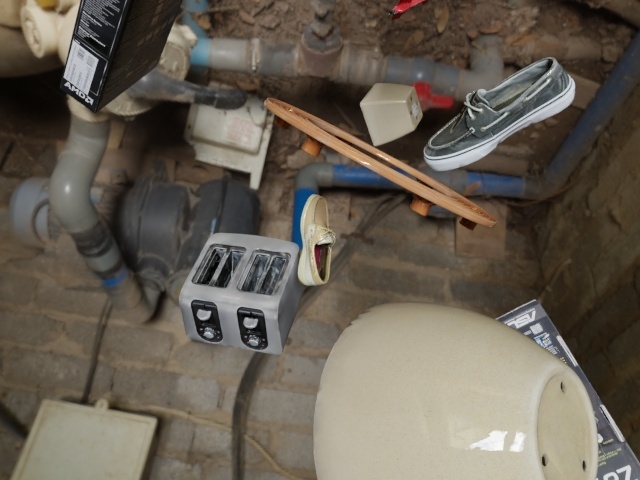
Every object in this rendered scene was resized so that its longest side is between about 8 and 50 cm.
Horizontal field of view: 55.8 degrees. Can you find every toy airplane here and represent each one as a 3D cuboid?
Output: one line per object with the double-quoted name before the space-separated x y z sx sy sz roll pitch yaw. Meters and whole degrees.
"toy airplane" 0.238 -0.624 1.590 0.028 0.151 0.151 56 137 4

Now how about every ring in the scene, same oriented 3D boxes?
"ring" 0.075 -0.096 0.792 0.337 0.336 0.032 24 103 -22

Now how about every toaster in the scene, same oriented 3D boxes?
"toaster" -0.117 0.080 0.991 0.168 0.185 0.110 9 135 12

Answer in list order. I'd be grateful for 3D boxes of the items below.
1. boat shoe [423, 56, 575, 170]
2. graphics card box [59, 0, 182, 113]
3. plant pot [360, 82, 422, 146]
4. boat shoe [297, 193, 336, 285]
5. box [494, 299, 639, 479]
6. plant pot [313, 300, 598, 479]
"boat shoe" 0.350 -0.271 1.262 0.335 0.121 0.119 -31 130 21
"graphics card box" -0.351 -0.435 1.134 0.094 0.232 0.371 35 137 -6
"plant pot" 0.163 -0.285 1.334 0.096 0.109 0.109 -4 125 31
"boat shoe" 0.000 0.000 0.884 0.045 0.135 0.050 3 180 43
"box" 0.224 0.309 0.899 0.395 0.318 0.097 -29 134 10
"plant pot" 0.160 0.196 0.614 0.191 0.284 0.284 -13 142 45
